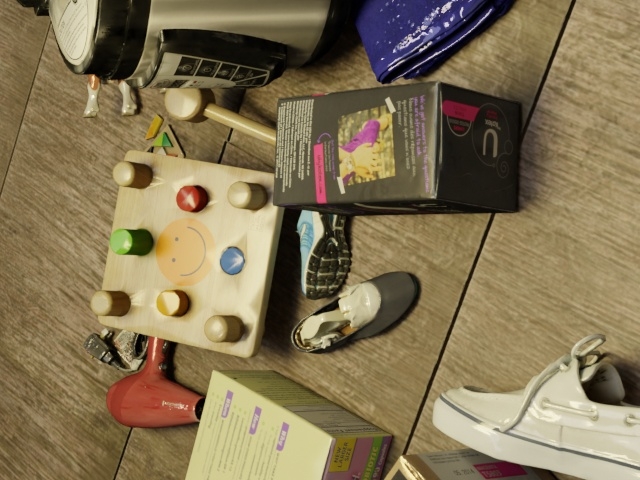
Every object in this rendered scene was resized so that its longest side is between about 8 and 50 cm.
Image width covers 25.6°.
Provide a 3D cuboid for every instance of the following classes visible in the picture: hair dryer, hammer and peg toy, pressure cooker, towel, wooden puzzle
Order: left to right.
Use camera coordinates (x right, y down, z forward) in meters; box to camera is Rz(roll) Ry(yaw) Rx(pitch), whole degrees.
[{"bbox_3d":[-0.255,0.174,2.105,0.293,0.080,0.224,50,119,34],"label":"hair dryer"},{"bbox_3d":[-0.243,-0.133,2.164,0.078,0.014,0.116,-54,54,26],"label":"wooden puzzle"},{"bbox_3d":[-0.203,-0.387,1.813,0.375,0.420,0.370,-122,35,-47],"label":"pressure cooker"},{"bbox_3d":[-0.165,-0.037,1.939,0.265,0.127,0.361,12,92,24],"label":"hammer and peg toy"},{"bbox_3d":[0.121,-0.378,1.805,0.227,0.076,0.308,-32,64,29],"label":"towel"}]

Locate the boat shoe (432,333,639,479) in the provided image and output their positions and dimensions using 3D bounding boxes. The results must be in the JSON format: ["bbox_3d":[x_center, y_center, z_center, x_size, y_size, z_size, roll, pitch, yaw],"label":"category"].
[{"bbox_3d":[0.290,0.177,1.548,0.367,0.135,0.157,12,95,41],"label":"boat shoe"}]

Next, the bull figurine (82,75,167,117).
[{"bbox_3d":[-0.299,-0.293,2.174,0.310,0.101,0.188,-12,82,45],"label":"bull figurine"}]

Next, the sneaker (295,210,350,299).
[{"bbox_3d":[0.000,0.000,1.903,0.073,0.063,0.162,4,86,63],"label":"sneaker"}]

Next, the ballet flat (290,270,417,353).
[{"bbox_3d":[0.036,0.098,1.841,0.203,0.074,0.074,-31,66,37],"label":"ballet flat"}]

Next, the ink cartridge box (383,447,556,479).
[{"bbox_3d":[0.139,0.332,1.607,0.088,0.234,0.193,47,117,34],"label":"ink cartridge box"}]

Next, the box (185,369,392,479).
[{"bbox_3d":[-0.052,0.312,1.874,0.243,0.117,0.214,23,102,43],"label":"box"}]

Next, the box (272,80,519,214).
[{"bbox_3d":[0.090,-0.107,1.740,0.270,0.165,0.143,0,86,43],"label":"box"}]
